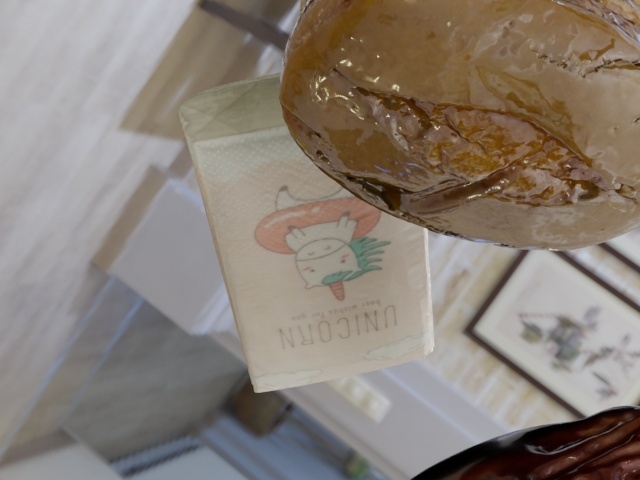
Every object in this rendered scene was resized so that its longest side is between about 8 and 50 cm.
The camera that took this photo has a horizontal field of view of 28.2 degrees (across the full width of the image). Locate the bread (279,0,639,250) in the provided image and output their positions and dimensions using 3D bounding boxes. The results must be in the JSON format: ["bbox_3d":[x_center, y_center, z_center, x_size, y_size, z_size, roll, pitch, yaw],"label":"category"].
[{"bbox_3d":[0.107,-0.091,0.775,0.195,0.269,0.143,-46,-146,43],"label":"bread"}]

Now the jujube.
[{"bbox_3d":[0.121,0.187,0.742,0.236,0.168,0.168,-39,166,6],"label":"jujube"}]

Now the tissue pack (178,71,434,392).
[{"bbox_3d":[0.000,0.000,1.014,0.170,0.071,0.325,-13,140,-3],"label":"tissue pack"}]
